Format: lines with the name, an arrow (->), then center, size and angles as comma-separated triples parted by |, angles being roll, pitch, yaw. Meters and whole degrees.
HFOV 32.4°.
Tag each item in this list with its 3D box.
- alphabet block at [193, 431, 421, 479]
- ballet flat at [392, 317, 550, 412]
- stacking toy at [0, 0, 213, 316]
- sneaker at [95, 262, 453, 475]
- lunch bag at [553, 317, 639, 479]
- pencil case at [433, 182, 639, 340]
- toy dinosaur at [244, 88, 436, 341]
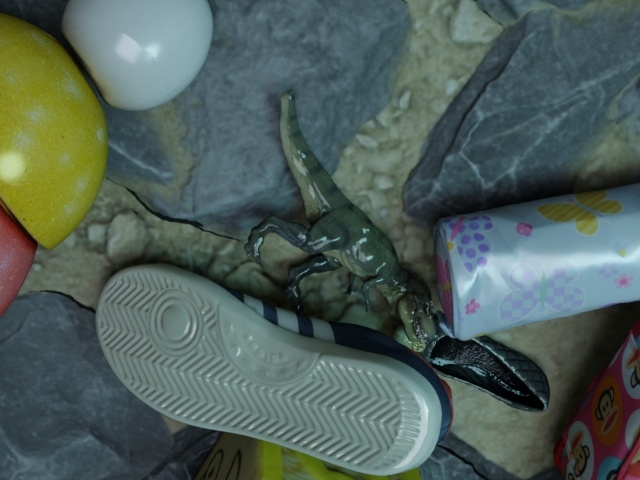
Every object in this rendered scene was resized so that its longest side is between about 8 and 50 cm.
alphabet block -> -0.024, 0.287, 1.066 | 0.193, 0.192, 0.197 | 26, 108, -16
ballet flat -> 0.151, 0.119, 1.080 | 0.173, 0.049, 0.057 | 21, 109, -12
stacking toy -> -0.290, -0.062, 0.883 | 0.480, 0.350, 0.350 | -32, 112, -9
sneaker -> -0.040, 0.115, 1.011 | 0.350, 0.148, 0.131 | 22, 99, 22
lunch bag -> 0.384, 0.185, 1.041 | 0.258, 0.120, 0.293 | 8, 135, -11
pencil case -> 0.238, 0.017, 1.009 | 0.273, 0.113, 0.124 | -8, 128, 0
toy dinosaur -> 0.000, 0.000, 1.018 | 0.118, 0.064, 0.268 | -34, 108, 6
